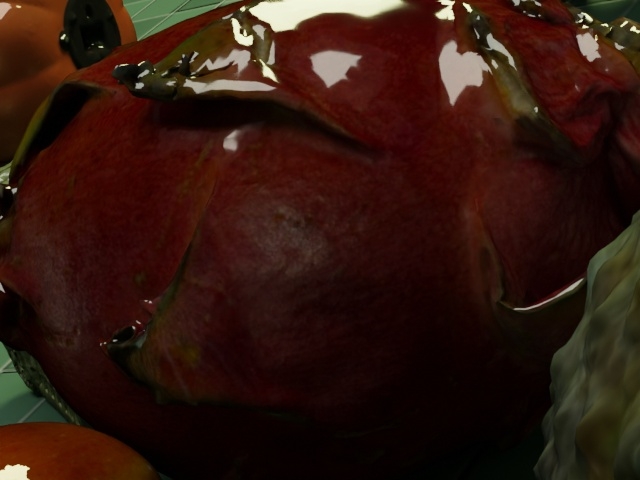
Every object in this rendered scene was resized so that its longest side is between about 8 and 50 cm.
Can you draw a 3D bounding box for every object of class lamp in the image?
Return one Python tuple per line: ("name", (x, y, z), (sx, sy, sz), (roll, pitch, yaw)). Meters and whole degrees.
("lamp", (-0.237, -0.143, 1.378), (0.163, 0.188, 0.188), (-11, 24, 28))

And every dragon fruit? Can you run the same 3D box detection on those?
("dragon fruit", (-0.004, 0.001, 0.758), (0.315, 0.250, 0.250), (-4, 22, -2))

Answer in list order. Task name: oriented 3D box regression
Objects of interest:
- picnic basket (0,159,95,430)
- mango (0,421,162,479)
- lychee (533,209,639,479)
("picnic basket", (-0.087, -0.006, 0.977), (0.196, 0.134, 0.154), (-30, 26, -16))
("mango", (-0.152, 0.172, 0.640), (0.146, 0.129, 0.289), (-8, 34, 29))
("lychee", (0.177, 0.048, 0.441), (0.255, 0.274, 0.255), (0, 47, 0))
